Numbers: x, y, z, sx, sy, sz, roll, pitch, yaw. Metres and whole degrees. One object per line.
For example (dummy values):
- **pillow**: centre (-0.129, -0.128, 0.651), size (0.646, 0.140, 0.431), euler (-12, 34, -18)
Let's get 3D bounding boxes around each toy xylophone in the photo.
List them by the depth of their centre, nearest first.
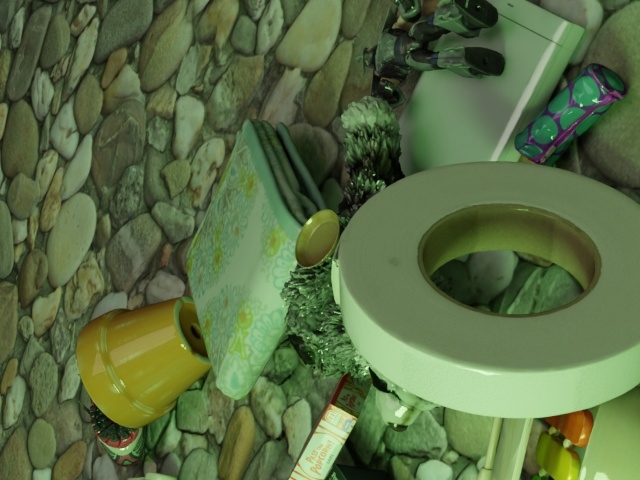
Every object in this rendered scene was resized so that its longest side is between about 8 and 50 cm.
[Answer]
- **toy xylophone**: centre (0.258, 0.241, 1.546), size (0.236, 0.081, 0.323), euler (-95, 19, -80)

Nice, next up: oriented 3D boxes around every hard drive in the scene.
- **hard drive**: centre (0.207, -0.177, 1.823), size (0.233, 0.047, 0.353), euler (43, 112, 50)

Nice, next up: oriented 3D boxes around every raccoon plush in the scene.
- **raccoon plush**: centre (0.091, 0.016, 1.665), size (0.299, 0.216, 0.446), euler (-11, 86, 64)

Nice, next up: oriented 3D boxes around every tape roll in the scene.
- **tape roll**: centre (0.211, 0.044, 1.482), size (0.392, 0.392, 0.072), euler (-127, 26, -47)

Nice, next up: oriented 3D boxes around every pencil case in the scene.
- **pencil case**: centre (0.320, -0.158, 1.656), size (0.152, 0.064, 0.070), euler (-47, 29, 32)

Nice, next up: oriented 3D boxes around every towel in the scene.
- **towel**: centre (-0.105, 0.017, 2.056), size (0.320, 0.090, 0.374), euler (-65, 26, 27)

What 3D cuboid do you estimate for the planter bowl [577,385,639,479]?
- **planter bowl**: centre (0.350, 0.241, 1.412), size (0.109, 0.162, 0.162), euler (16, 90, 20)

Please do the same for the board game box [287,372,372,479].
- **board game box**: centre (0.015, 0.265, 1.818), size (0.147, 0.045, 0.193), euler (-62, -2, 15)

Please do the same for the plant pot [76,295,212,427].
- **plant pot**: centre (-0.276, 0.190, 2.205), size (0.188, 0.205, 0.205), euler (-28, 55, 25)

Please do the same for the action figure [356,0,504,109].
- **action figure**: centre (0.136, -0.276, 1.835), size (0.285, 0.099, 0.185), euler (-2, 84, 56)

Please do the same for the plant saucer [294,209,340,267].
- **plant saucer**: centre (0.000, 0.000, 1.689), size (0.083, 0.015, 0.083), euler (-31, 44, 36)

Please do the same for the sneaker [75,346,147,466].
- **sneaker**: centre (-0.378, 0.276, 2.363), size (0.112, 0.121, 0.299), euler (84, 176, -45)

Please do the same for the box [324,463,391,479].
- **box**: centre (0.068, 0.454, 1.730), size (0.184, 0.103, 0.261), euler (-59, 40, 16)

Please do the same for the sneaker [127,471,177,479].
- **sneaker**: centre (-0.296, 0.448, 2.229), size (0.152, 0.058, 0.084), euler (-22, 55, 51)
